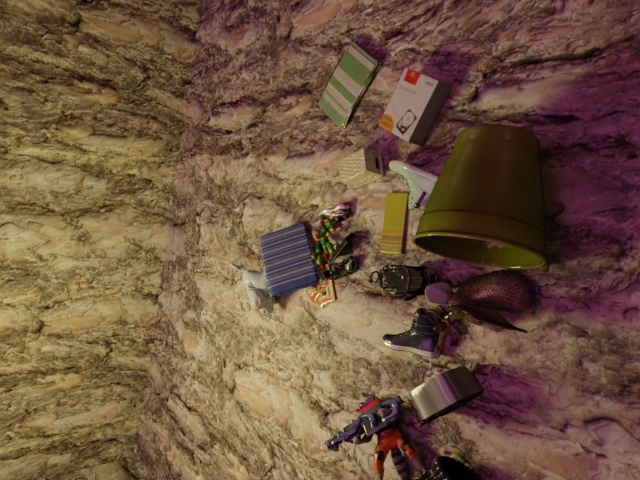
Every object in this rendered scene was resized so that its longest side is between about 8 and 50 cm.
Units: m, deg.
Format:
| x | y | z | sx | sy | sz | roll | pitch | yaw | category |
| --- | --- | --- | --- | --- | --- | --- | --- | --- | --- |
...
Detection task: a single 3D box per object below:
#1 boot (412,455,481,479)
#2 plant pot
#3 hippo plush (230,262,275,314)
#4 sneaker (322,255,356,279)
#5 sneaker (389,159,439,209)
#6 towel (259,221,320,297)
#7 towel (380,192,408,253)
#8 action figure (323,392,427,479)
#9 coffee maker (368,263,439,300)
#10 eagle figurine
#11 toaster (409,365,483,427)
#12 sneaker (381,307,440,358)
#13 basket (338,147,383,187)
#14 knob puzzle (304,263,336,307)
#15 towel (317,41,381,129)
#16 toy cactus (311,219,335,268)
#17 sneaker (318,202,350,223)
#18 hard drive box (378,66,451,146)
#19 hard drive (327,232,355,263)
| x | y | z | sx | sy | sz | roll | pitch | yaw | category |
| --- | --- | --- | --- | --- | --- | --- | --- | --- | --- |
| 0.302 | 0.782 | 1.396 | 0.260 | 0.348 | 0.131 | -59 | 25 | 32 | boot |
| 0.484 | -0.132 | 1.300 | 0.367 | 0.367 | 0.352 | 3 | 77 | 49 | plant pot |
| -0.246 | 0.194 | 2.214 | 0.237 | 0.234 | 0.294 | -31 | 75 | 9 | hippo plush |
| 0.082 | 0.123 | 1.900 | 0.188 | 0.078 | 0.067 | -34 | 61 | 41 | sneaker |
| 0.326 | -0.198 | 1.641 | 0.256 | 0.094 | 0.151 | 35 | 106 | 43 | sneaker |
| -0.148 | 0.088 | 2.076 | 0.243 | 0.040 | 0.335 | -18 | 58 | 5 | towel |
| 0.290 | -0.066 | 1.732 | 0.102 | 0.021 | 0.237 | 6 | 89 | 43 | towel |
| 0.199 | 0.728 | 1.630 | 0.341 | 0.178 | 0.330 | -30 | 56 | 15 | action figure |
| 0.298 | 0.133 | 1.575 | 0.171 | 0.178 | 0.120 | 26 | 103 | 45 | coffee maker |
| 0.486 | 0.207 | 1.357 | 0.298 | 0.225 | 0.226 | -41 | 46 | 51 | eagle figurine |
| 0.393 | 0.494 | 1.422 | 0.168 | 0.186 | 0.110 | -48 | 57 | 35 | toaster |
| 0.320 | 0.314 | 1.587 | 0.226 | 0.086 | 0.163 | 3 | 99 | 39 | sneaker |
| 0.162 | -0.298 | 1.838 | 0.167 | 0.103 | 0.113 | -20 | 70 | 47 | basket |
| -0.016 | 0.214 | 2.038 | 0.213 | 0.030 | 0.213 | -7 | 81 | 48 | knob puzzle |
| 0.121 | -0.691 | 1.985 | 0.324 | 0.038 | 0.247 | -58 | 46 | 29 | towel |
| 0.000 | 0.000 | 1.997 | 0.180 | 0.112 | 0.218 | -134 | 43 | -57 | toy cactus |
| 0.061 | -0.108 | 1.961 | 0.178 | 0.072 | 0.077 | -18 | 83 | 52 | sneaker |
| 0.346 | -0.497 | 1.663 | 0.181 | 0.089 | 0.232 | 43 | 117 | 42 | hard drive box |
| 0.089 | 0.031 | 1.895 | 0.022 | 0.094 | 0.135 | 39 | 120 | 7 | hard drive |
